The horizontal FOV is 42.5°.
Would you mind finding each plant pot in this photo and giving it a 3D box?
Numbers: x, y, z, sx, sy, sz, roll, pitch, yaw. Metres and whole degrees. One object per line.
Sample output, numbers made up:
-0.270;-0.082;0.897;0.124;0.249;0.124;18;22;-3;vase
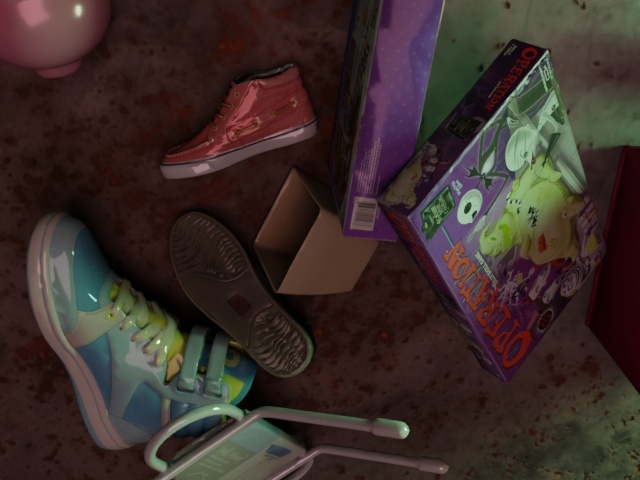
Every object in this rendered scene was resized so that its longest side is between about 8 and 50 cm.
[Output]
0.000;0.000;0.925;0.096;0.109;0.109;19;112;-28;plant pot

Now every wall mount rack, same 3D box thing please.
-0.032;0.268;0.941;0.304;0.130;0.350;-33;149;3;wall mount rack

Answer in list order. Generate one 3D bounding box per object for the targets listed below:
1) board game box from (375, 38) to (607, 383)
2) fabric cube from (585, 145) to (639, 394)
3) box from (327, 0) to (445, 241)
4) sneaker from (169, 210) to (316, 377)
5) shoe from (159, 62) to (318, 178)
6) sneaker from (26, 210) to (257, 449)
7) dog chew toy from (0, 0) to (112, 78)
0.196;-0.011;0.850;0.208;0.056;0.347;-47;138;-8;board game box
0.483;0.054;0.910;0.259;0.258;0.254;0;114;-5;fabric cube
0.061;-0.172;0.795;0.057;0.201;0.293;6;114;-7;box
-0.090;0.066;0.961;0.083;0.118;0.222;-38;83;1;sneaker
-0.095;-0.129;0.878;0.178;0.063;0.081;-19;114;-3;shoe
-0.184;0.099;0.920;0.208;0.127;0.319;-4;125;11;sneaker
-0.274;-0.302;0.711;0.206;0.207;0.332;-9;123;-2;dog chew toy
